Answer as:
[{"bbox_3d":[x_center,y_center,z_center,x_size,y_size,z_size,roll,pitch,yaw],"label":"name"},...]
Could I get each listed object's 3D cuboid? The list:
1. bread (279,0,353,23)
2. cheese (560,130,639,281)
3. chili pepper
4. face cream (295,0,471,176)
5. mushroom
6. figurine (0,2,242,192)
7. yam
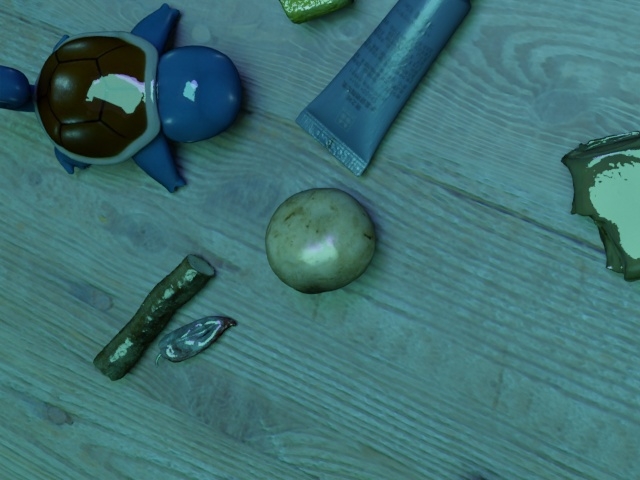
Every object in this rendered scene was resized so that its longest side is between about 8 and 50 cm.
[{"bbox_3d":[-0.013,-0.390,1.335,0.114,0.111,0.129,-10,108,13],"label":"bread"},{"bbox_3d":[0.426,-0.047,1.230,0.175,0.091,0.203,-9,90,19],"label":"cheese"},{"bbox_3d":[-0.207,0.159,1.462,0.153,0.041,0.050,-26,101,17],"label":"chili pepper"},{"bbox_3d":[0.121,-0.282,1.317,0.135,0.086,0.385,43,109,14],"label":"face cream"},{"bbox_3d":[0.000,0.000,1.349,0.166,0.127,0.166,-4,70,10],"label":"mushroom"},{"bbox_3d":[-0.328,-0.233,1.409,0.416,0.243,0.298,1,84,-3],"label":"figurine"},{"bbox_3d":[-0.272,0.123,1.471,0.061,0.061,0.253,45,103,10],"label":"yam"}]
